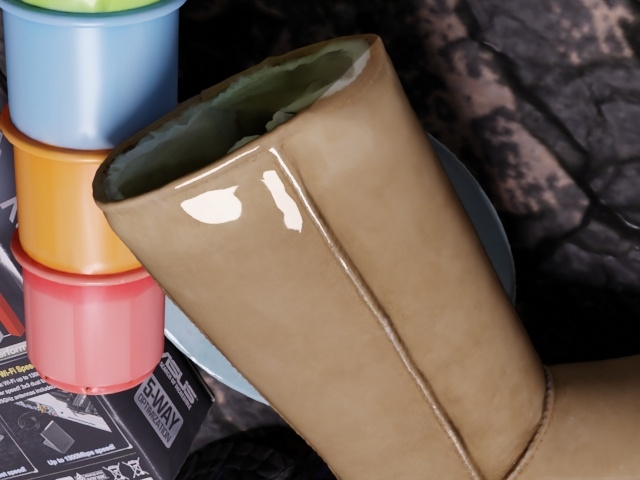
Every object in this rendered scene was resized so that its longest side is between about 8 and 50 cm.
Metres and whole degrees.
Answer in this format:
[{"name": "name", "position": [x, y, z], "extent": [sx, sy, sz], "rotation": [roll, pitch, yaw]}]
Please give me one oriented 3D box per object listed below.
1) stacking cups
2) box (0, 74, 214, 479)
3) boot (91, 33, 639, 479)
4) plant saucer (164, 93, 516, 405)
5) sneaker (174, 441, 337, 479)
[{"name": "stacking cups", "position": [-0.095, -0.077, 0.797], "extent": [0.096, 0.096, 0.316], "rotation": [9, 118, 14]}, {"name": "box", "position": [-0.247, 0.048, 0.993], "extent": [0.307, 0.076, 0.242], "rotation": [-17, 118, 29]}, {"name": "boot", "position": [0.072, 0.027, 0.803], "extent": [0.236, 0.089, 0.269], "rotation": [-29, 118, 5]}, {"name": "plant saucer", "position": [0.000, 0.000, 0.892], "extent": [0.195, 0.037, 0.195], "rotation": [10, 129, 13]}, {"name": "sneaker", "position": [-0.007, 0.151, 0.983], "extent": [0.221, 0.083, 0.087], "rotation": [-19, 122, 33]}]
